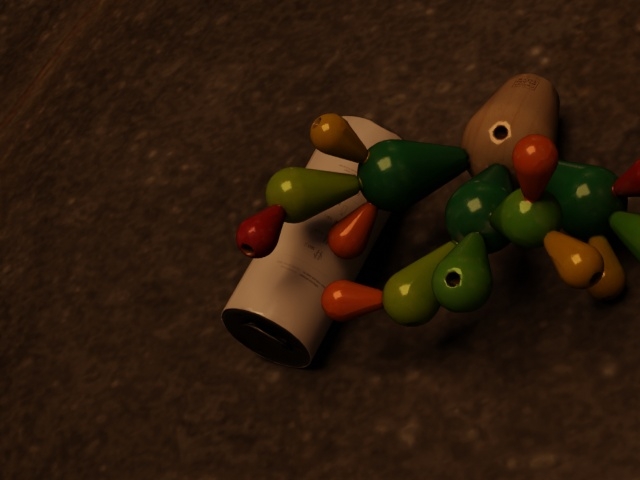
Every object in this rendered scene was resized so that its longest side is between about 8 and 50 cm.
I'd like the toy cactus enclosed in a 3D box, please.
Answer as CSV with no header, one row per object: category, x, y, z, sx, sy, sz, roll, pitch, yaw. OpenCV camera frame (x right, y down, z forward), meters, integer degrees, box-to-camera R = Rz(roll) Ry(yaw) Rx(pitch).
toy cactus,0.081,-0.034,0.776,0.219,0.112,0.180,-2,34,23

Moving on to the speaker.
speaker,0.000,0.000,0.835,0.055,0.055,0.136,7,57,37
